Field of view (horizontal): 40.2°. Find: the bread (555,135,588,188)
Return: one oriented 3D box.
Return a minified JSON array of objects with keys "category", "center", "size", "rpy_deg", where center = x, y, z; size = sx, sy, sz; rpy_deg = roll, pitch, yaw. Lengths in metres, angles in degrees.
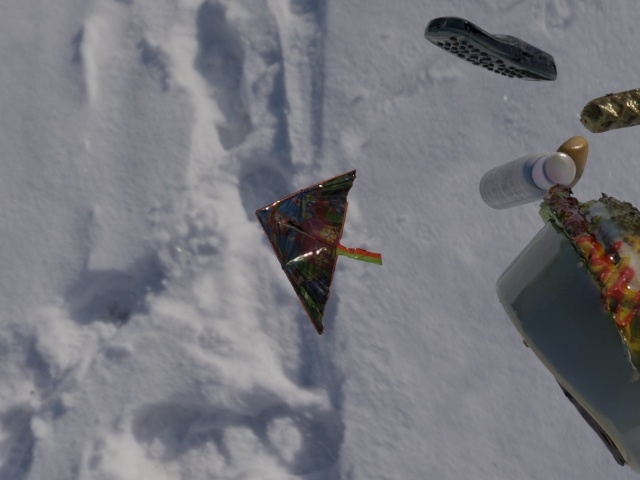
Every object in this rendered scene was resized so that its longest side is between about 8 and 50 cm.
[{"category":"bread","center":[0.454,-0.133,1.600],"size":[0.056,0.082,0.115],"rpy_deg":[41,130,24]}]

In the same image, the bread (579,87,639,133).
[{"category":"bread","center":[0.698,-0.278,1.744],"size":[0.367,0.084,0.077],"rpy_deg":[-12,88,-2]}]

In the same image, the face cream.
[{"category":"face cream","center":[0.348,-0.102,1.475],"size":[0.081,0.269,0.082],"rpy_deg":[0,88,-9]}]

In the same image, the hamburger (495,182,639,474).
[{"category":"hamburger","center":[0.311,0.088,0.878],"size":[0.179,0.294,0.276],"rpy_deg":[-36,24,11]}]

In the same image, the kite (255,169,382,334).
[{"category":"kite","center":[0.000,0.000,0.900],"size":[0.010,0.159,0.190],"rpy_deg":[-22,49,56]}]

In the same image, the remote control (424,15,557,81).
[{"category":"remote control","center":[0.221,-0.239,1.108],"size":[0.072,0.222,0.042],"rpy_deg":[11,91,50]}]
